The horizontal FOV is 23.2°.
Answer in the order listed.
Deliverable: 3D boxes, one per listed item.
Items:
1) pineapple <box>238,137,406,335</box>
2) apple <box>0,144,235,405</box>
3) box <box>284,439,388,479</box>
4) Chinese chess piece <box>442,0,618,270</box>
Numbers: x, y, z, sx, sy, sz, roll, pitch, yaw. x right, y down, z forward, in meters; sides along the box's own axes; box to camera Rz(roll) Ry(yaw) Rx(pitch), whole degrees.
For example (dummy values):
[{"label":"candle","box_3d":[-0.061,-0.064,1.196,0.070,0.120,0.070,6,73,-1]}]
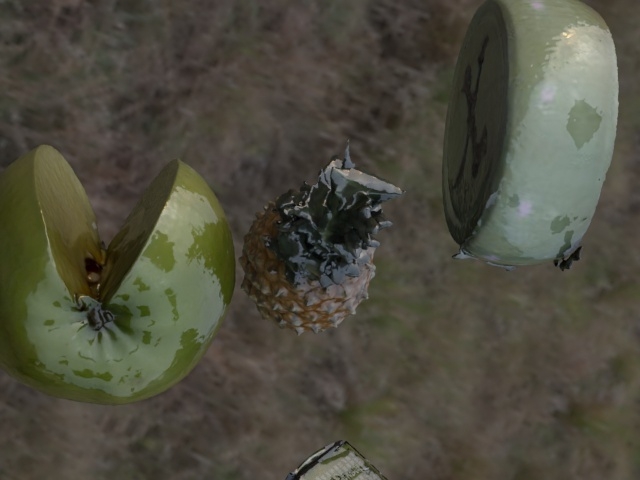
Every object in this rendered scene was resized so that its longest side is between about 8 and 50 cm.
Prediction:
[{"label":"pineapple","box_3d":[0.000,0.000,1.676,0.169,0.169,0.340,-59,-179,-15]},{"label":"apple","box_3d":[-0.232,0.034,1.639,0.254,0.292,0.292,-101,-159,-67]},{"label":"box","box_3d":[0.058,0.522,1.952,0.138,0.420,0.373,-29,156,-55]},{"label":"Chinese chess piece","box_3d":[0.167,-0.090,1.282,0.238,0.092,0.237,-173,-90,-80]}]
